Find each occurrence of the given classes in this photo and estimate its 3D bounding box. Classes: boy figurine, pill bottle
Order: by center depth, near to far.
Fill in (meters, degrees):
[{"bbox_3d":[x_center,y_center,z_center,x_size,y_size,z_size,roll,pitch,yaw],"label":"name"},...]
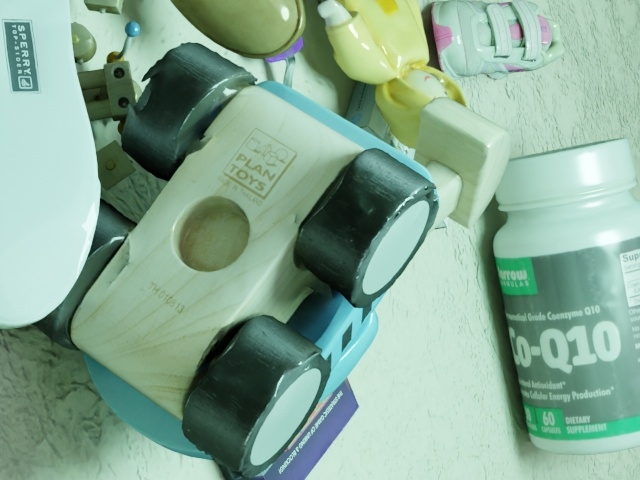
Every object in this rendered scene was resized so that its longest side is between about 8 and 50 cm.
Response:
[{"bbox_3d":[0.058,-0.227,1.351,0.177,0.092,0.285,-21,86,-56],"label":"boy figurine"},{"bbox_3d":[0.327,0.065,1.621,0.204,0.204,0.361,-16,96,-57],"label":"pill bottle"}]

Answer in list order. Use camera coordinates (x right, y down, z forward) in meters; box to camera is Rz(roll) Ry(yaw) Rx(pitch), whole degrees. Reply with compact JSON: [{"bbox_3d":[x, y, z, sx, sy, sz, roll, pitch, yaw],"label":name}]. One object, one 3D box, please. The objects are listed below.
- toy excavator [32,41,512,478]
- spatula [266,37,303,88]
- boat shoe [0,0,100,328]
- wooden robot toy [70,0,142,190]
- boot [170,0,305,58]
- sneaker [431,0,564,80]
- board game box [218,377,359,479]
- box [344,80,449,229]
[{"bbox_3d":[0.000,0.000,1.114,0.433,0.222,0.445,-55,162,-10],"label":"toy excavator"},{"bbox_3d":[-0.024,-0.124,1.293,0.084,0.030,0.296,-38,113,-56],"label":"spatula"},{"bbox_3d":[-0.225,-0.080,0.911,0.108,0.102,0.301,-1,73,-27],"label":"boat shoe"},{"bbox_3d":[-0.174,-0.125,1.058,0.079,0.076,0.173,142,-61,-88],"label":"wooden robot toy"},{"bbox_3d":[-0.125,-0.221,0.982,0.236,0.089,0.269,40,11,-2],"label":"boot"},{"bbox_3d":[0.222,-0.256,1.624,0.252,0.111,0.103,-14,94,-57],"label":"sneaker"},{"bbox_3d":[-0.040,0.141,1.189,0.170,0.048,0.141,-47,120,-50],"label":"board game box"},{"bbox_3d":[0.100,-0.123,1.474,0.186,0.038,0.145,46,47,-39],"label":"box"}]
